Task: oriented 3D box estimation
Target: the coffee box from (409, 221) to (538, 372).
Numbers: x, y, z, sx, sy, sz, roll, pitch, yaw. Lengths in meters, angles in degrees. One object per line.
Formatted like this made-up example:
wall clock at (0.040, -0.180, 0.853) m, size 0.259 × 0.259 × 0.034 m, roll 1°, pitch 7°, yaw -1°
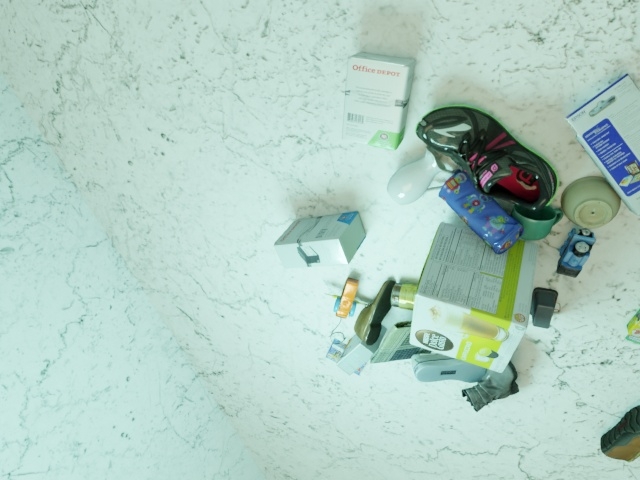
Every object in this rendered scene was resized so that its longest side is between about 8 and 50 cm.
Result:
coffee box at (0.519, 0.195, 1.459) m, size 0.335 × 0.338 × 0.337 m, roll 15°, pitch 143°, yaw 19°

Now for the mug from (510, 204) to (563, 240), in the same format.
mug at (0.705, -0.057, 1.378) m, size 0.158 × 0.129 × 0.097 m, roll 15°, pitch 129°, yaw 19°

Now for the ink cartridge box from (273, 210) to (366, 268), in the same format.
ink cartridge box at (0.000, 0.000, 1.722) m, size 0.308 × 0.223 × 0.129 m, roll -6°, pitch 119°, yaw 31°

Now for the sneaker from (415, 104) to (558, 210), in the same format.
sneaker at (0.516, -0.258, 1.292) m, size 0.483 × 0.202 × 0.185 m, roll 31°, pitch 129°, yaw 6°

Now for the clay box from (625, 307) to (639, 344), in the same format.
clay box at (1.148, 0.270, 1.417) m, size 0.128 × 0.053 × 0.221 m, roll 20°, pitch 129°, yaw 15°

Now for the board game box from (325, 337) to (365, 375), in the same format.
board game box at (0.138, 0.607, 2.183) m, size 0.201 × 0.035 × 0.136 m, roll 27°, pitch 130°, yaw 8°

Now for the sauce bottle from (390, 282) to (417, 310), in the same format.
sauce bottle at (0.469, 0.250, 1.721) m, size 0.345 × 0.111 × 0.111 m, roll 8°, pitch 124°, yaw 21°

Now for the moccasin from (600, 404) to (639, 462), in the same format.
moccasin at (1.260, 0.764, 1.636) m, size 0.147 × 0.139 × 0.379 m, roll 19°, pitch 128°, yaw 14°

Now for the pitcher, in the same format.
pitcher at (0.355, -0.206, 1.478) m, size 0.178 × 0.125 × 0.207 m, roll 37°, pitch 121°, yaw -19°

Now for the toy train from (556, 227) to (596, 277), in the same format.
toy train at (0.834, 0.040, 1.370) m, size 0.080 × 0.105 × 0.184 m, roll 15°, pitch 150°, yaw 18°

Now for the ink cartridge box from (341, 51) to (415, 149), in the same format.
ink cartridge box at (0.187, -0.460, 1.384) m, size 0.199 × 0.114 × 0.272 m, roll 16°, pitch 127°, yaw 17°

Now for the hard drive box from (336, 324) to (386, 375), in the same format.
hard drive box at (0.195, 0.506, 1.991) m, size 0.089 × 0.181 × 0.232 m, roll 38°, pitch 130°, yaw 1°

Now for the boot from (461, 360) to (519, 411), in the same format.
boot at (0.688, 0.585, 1.733) m, size 0.223 × 0.118 × 0.338 m, roll -28°, pitch 121°, yaw 1°

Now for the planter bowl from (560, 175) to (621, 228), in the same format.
planter bowl at (0.834, -0.103, 1.293) m, size 0.162 × 0.109 × 0.162 m, roll 14°, pitch 126°, yaw 20°

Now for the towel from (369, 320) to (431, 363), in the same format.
towel at (0.392, 0.421, 1.795) m, size 0.313 × 0.056 × 0.324 m, roll -1°, pitch 139°, yaw -20°

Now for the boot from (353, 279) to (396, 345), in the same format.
boot at (0.233, 0.298, 1.840) m, size 0.115 × 0.112 × 0.305 m, roll 33°, pitch 103°, yaw 48°

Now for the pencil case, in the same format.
pencil case at (0.528, -0.099, 1.380) m, size 0.133 × 0.119 × 0.306 m, roll -38°, pitch 63°, yaw 4°

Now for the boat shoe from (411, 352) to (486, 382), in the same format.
boat shoe at (0.575, 0.533, 1.848) m, size 0.368 × 0.156 × 0.135 m, roll -2°, pitch 119°, yaw -5°

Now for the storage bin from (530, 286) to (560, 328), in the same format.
storage bin at (0.830, 0.258, 1.550) m, size 0.098 × 0.091 × 0.135 m, roll 9°, pitch 126°, yaw 22°

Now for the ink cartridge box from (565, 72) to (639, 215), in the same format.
ink cartridge box at (0.863, -0.262, 1.172) m, size 0.176 × 0.069 × 0.371 m, roll -38°, pitch 101°, yaw 23°

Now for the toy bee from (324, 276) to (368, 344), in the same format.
toy bee at (0.099, 0.294, 1.932) m, size 0.195 × 0.162 × 0.298 m, roll 36°, pitch 102°, yaw -6°
